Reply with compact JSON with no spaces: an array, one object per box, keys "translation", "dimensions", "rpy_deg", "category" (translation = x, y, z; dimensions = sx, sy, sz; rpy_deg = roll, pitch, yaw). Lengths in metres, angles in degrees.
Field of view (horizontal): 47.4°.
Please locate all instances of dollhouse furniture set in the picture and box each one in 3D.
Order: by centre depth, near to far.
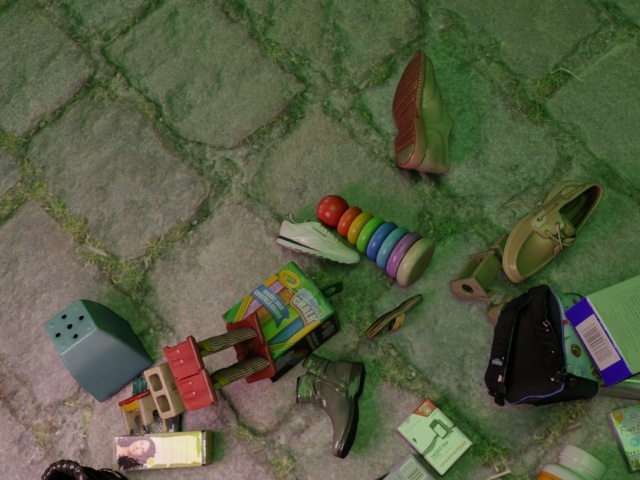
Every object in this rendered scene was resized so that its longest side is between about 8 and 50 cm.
[{"translation":[-0.305,0.308,1.700],"dimensions":[0.374,0.201,0.152],"rpy_deg":[-26,84,41],"category":"dollhouse furniture set"},{"translation":[0.442,0.104,1.866],"dimensions":[0.161,0.101,0.182],"rpy_deg":[52,57,-14],"category":"dollhouse furniture set"}]

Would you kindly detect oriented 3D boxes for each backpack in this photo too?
[{"translation":[0.537,0.243,1.691],"dimensions":[0.213,0.276,0.263],"rpy_deg":[9,68,-26],"category":"backpack"}]

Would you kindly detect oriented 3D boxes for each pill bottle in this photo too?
[{"translation":[0.531,0.585,1.616],"dimensions":[0.136,0.136,0.246],"rpy_deg":[31,75,17],"category":"pill bottle"}]

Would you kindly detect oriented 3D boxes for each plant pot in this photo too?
[{"translation":[-0.562,0.258,1.800],"dimensions":[0.165,0.234,0.166],"rpy_deg":[-37,60,-8],"category":"plant pot"}]

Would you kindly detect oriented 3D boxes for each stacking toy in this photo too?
[{"translation":[0.131,-0.022,1.912],"dimensions":[0.330,0.141,0.141],"rpy_deg":[34,76,22],"category":"stacking toy"}]

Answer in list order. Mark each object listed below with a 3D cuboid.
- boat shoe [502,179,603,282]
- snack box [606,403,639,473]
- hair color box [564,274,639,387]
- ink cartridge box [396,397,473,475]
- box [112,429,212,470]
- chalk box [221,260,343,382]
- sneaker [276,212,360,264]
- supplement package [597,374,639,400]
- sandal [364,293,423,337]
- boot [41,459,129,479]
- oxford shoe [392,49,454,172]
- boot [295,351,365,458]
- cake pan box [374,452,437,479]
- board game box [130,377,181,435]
[{"translation":[0.585,-0.031,1.838],"dimensions":[0.121,0.110,0.341],"rpy_deg":[47,71,-20],"category":"boat shoe"},{"translation":[0.744,0.459,1.697],"dimensions":[0.100,0.037,0.141],"rpy_deg":[-14,67,-1],"category":"snack box"},{"translation":[0.725,0.165,1.574],"dimensions":[0.339,0.110,0.185],"rpy_deg":[-18,68,-18],"category":"hair color box"},{"translation":[0.272,0.468,1.731],"dimensions":[0.109,0.063,0.150],"rpy_deg":[-43,70,-11],"category":"ink cartridge box"},{"translation":[-0.382,0.508,1.761],"dimensions":[0.232,0.058,0.087],"rpy_deg":[-6,75,3],"category":"box"},{"translation":[-0.069,0.184,1.820],"dimensions":[0.289,0.180,0.179],"rpy_deg":[-38,70,-10],"category":"chalk box"},{"translation":[0.000,0.000,1.925],"dimensions":[0.235,0.090,0.095],"rpy_deg":[19,82,12],"category":"sneaker"},{"translation":[0.763,0.265,1.711],"dimensions":[0.194,0.149,0.203],"rpy_deg":[7,70,8],"category":"supplement package"},{"translation":[0.193,0.199,1.852],"dimensions":[0.180,0.072,0.049],"rpy_deg":[-33,90,-12],"category":"sandal"},{"translation":[-0.446,0.620,1.642],"dimensions":[0.348,0.260,0.131],"rpy_deg":[23,73,15],"category":"boot"},{"translation":[0.294,-0.353,2.042],"dimensions":[0.146,0.140,0.397],"rpy_deg":[16,62,-21],"category":"oxford shoe"},{"translation":[0.014,0.403,1.787],"dimensions":[0.161,0.083,0.246],"rpy_deg":[4,63,15],"category":"boot"},{"translation":[0.202,0.660,1.662],"dimensions":[0.246,0.070,0.267],"rpy_deg":[-42,70,-13],"category":"cake pan box"},{"translation":[-0.413,0.439,1.837],"dimensions":[0.126,0.026,0.186],"rpy_deg":[-3,68,4],"category":"board game box"}]
